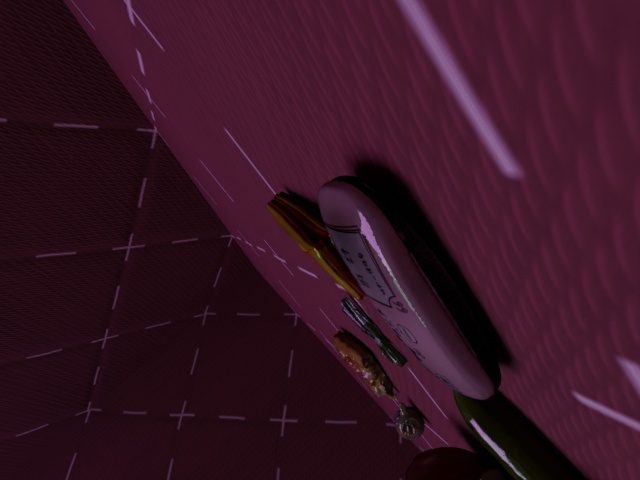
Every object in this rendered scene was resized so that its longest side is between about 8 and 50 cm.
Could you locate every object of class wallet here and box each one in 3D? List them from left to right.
[{"bbox_3d":[0.000,0.000,0.765,0.141,0.067,0.241,51,174,-31],"label":"wallet"}]

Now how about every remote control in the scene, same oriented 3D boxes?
[{"bbox_3d":[0.090,0.207,1.188,0.091,0.016,0.034,44,163,24],"label":"remote control"}]

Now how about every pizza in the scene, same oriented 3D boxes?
[{"bbox_3d":[0.157,0.434,1.517,0.288,0.075,0.280,51,169,-7],"label":"pizza"}]

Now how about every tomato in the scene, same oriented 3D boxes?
[{"bbox_3d":[0.329,0.592,0.950,0.289,0.176,0.335,35,-149,-28],"label":"tomato"}]

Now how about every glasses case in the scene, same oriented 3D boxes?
[{"bbox_3d":[0.101,0.059,0.511,0.314,0.075,0.122,54,165,-21],"label":"glasses case"}]

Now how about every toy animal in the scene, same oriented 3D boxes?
[{"bbox_3d":[0.277,0.565,1.463,0.137,0.098,0.098,68,167,-5],"label":"toy animal"}]

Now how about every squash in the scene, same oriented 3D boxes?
[{"bbox_3d":[0.279,0.294,0.622,0.258,0.069,0.069,46,168,17],"label":"squash"}]

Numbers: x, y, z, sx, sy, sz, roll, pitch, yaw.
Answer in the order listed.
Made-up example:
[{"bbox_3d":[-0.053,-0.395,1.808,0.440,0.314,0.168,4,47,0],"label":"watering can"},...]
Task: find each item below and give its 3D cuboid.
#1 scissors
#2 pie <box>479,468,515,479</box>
[{"bbox_3d":[0.118,0.209,1.058,0.204,0.027,0.101,49,166,-6],"label":"scissors"},{"bbox_3d":[0.293,0.544,0.636,0.180,0.396,0.418,-3,166,23],"label":"pie"}]
